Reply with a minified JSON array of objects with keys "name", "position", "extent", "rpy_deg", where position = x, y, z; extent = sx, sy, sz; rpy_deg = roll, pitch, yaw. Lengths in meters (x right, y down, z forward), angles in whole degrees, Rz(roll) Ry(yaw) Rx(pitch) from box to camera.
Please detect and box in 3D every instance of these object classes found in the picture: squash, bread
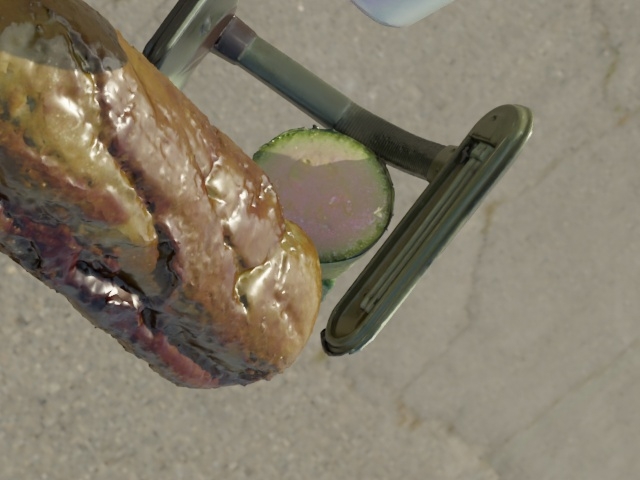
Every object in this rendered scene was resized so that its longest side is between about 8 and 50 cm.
[{"name":"squash","position":[-0.004,-0.005,0.924],"extent":[0.105,0.105,0.132],"rpy_deg":[-33,161,-18]},{"name":"bread","position":[-0.093,-0.031,0.624],"extent":[0.084,0.124,0.344],"rpy_deg":[-7,147,25]}]

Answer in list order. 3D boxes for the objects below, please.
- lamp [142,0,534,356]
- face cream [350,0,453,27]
[{"name":"lamp","position":[-0.021,-0.056,0.894],"extent":[0.203,0.283,0.124],"rpy_deg":[-54,163,-13]},{"name":"face cream","position":[0.133,-0.183,0.465],"extent":[0.311,0.092,0.092],"rpy_deg":[-24,164,29]}]
